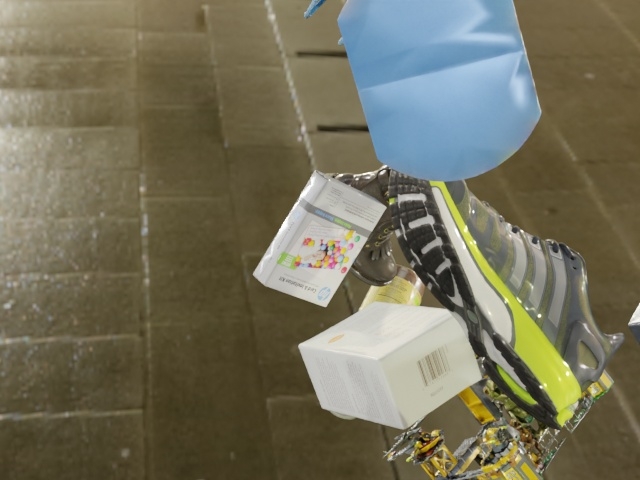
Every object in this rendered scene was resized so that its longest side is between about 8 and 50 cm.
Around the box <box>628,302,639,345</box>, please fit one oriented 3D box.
[{"bbox_3d":[0.616,0.149,1.324,0.343,0.312,0.179,-14,27,48],"label":"box"}]

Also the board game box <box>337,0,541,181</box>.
[{"bbox_3d":[0.092,-0.130,0.815,0.133,0.169,0.033,-12,12,27],"label":"board game box"}]

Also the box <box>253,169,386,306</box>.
[{"bbox_3d":[0.000,0.000,1.656,0.145,0.186,0.038,23,13,-46],"label":"box"}]

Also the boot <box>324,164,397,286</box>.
[{"bbox_3d":[0.129,-0.030,1.811,0.229,0.263,0.091,-7,39,38],"label":"boot"}]

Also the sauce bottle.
[{"bbox_3d":[0.106,0.206,2.211,0.111,0.111,0.344,17,55,18],"label":"sauce bottle"}]

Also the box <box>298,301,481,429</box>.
[{"bbox_3d":[0.081,0.144,1.296,0.130,0.091,0.170,-27,15,-29],"label":"box"}]

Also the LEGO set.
[{"bbox_3d":[0.254,0.236,1.627,0.331,0.255,0.192,-42,95,-28],"label":"LEGO set"}]

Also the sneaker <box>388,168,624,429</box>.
[{"bbox_3d":[0.171,0.025,1.016,0.121,0.300,0.111,-37,12,-19],"label":"sneaker"}]

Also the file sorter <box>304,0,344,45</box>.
[{"bbox_3d":[0.028,-0.251,0.968,0.170,0.118,0.104,39,53,-2],"label":"file sorter"}]
